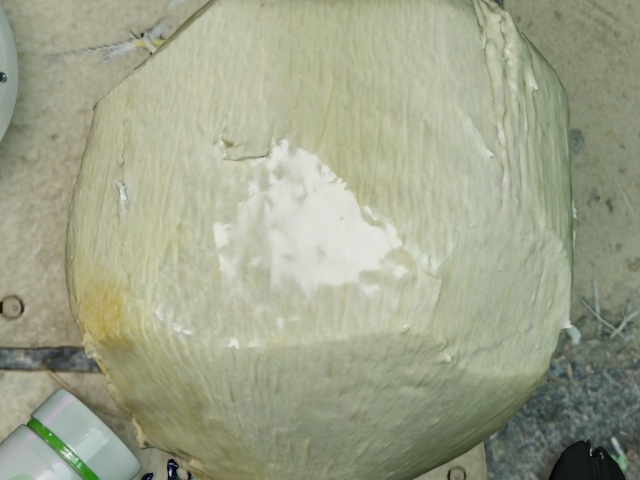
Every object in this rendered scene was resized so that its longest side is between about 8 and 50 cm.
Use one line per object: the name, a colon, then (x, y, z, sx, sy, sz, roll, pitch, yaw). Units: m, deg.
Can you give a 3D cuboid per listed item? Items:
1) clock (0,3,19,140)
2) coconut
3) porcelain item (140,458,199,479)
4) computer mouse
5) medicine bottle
clock: (-0.318, -0.117, 0.689, 0.230, 0.083, 0.231, 15, 64, -34)
coconut: (0.000, 0.000, 0.696, 0.346, 0.346, 0.361, 8, 72, -21)
porcelain item: (-0.091, 0.179, 0.805, 0.136, 0.021, 0.075, 3, 82, -22)
computer mouse: (0.231, 0.258, 0.906, 0.099, 0.057, 0.172, 16, 76, -23)
medicine bottle: (-0.216, 0.195, 0.718, 0.086, 0.086, 0.183, 48, 68, -10)
